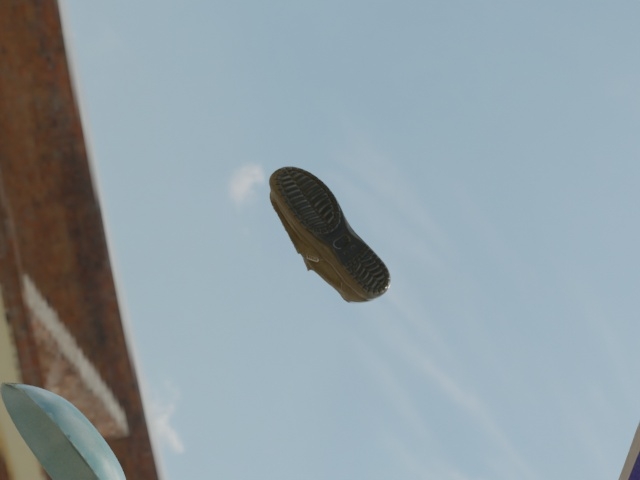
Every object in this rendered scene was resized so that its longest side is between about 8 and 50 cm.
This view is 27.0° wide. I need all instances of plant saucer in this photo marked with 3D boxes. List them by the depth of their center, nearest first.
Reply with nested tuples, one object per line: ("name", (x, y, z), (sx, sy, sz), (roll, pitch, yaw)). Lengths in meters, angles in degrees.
("plant saucer", (-0.238, 0.207, 1.295), (0.195, 0.037, 0.195), (40, -27, 26))

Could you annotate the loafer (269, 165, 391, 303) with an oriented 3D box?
("loafer", (0.000, 0.000, 1.173), (0.148, 0.056, 0.050), (54, -39, 14))

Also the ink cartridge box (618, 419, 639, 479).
("ink cartridge box", (0.234, 0.188, 0.564), (0.303, 0.072, 0.307), (-123, -146, -46))
